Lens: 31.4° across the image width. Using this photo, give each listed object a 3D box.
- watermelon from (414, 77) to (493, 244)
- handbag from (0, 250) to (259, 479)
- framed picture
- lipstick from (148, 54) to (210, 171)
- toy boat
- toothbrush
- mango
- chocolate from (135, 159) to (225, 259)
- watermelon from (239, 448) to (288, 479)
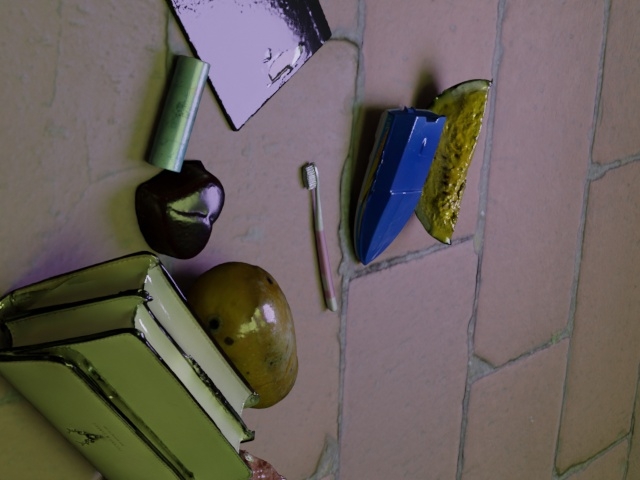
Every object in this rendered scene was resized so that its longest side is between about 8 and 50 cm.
[{"bbox_3d":[0.226,-0.152,2.014,0.123,0.129,0.301,-3,113,-46],"label":"watermelon"},{"bbox_3d":[-0.258,0.200,1.523,0.358,0.237,0.160,60,25,-42],"label":"handbag"},{"bbox_3d":[-0.107,-0.352,1.639,0.244,0.013,0.323,-48,136,-25],"label":"framed picture"},{"bbox_3d":[-0.196,-0.176,1.580,0.048,0.048,0.157,13,95,-51],"label":"lipstick"},{"bbox_3d":[0.116,-0.090,1.958,0.129,0.088,0.295,-7,121,-48],"label":"toy boat"},{"bbox_3d":[0.000,0.000,1.902,0.025,0.020,0.286,-28,125,-30],"label":"toothbrush"},{"bbox_3d":[-0.114,0.156,1.729,0.176,0.176,0.329,-45,152,-24],"label":"mango"},{"bbox_3d":[-0.192,-0.049,1.612,0.125,0.080,0.148,36,79,-50],"label":"chocolate"},{"bbox_3d":[-0.152,0.371,1.695,0.193,0.257,0.139,-47,136,-37],"label":"watermelon"}]
